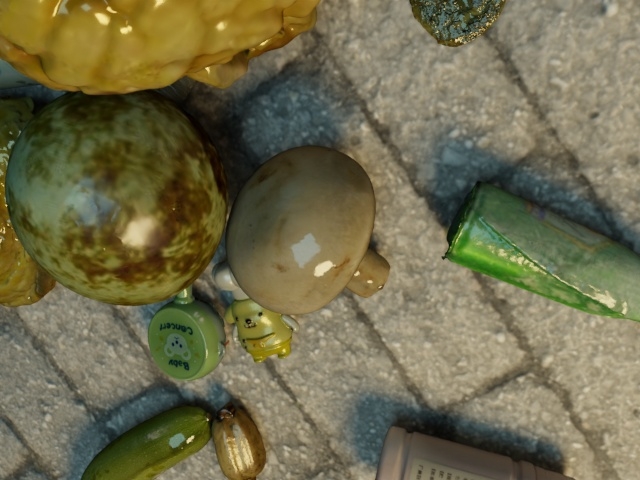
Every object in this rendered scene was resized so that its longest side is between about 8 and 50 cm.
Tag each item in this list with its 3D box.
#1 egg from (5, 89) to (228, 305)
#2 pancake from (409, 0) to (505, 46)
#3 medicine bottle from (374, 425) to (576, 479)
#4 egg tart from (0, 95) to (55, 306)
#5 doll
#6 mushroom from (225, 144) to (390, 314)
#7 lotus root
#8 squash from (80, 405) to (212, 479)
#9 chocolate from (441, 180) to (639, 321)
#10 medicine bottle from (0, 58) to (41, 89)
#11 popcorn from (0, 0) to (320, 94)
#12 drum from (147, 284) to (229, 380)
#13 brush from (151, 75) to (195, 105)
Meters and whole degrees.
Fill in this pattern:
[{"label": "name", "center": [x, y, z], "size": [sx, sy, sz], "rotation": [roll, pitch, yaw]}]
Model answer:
[{"label": "egg", "center": [-0.222, -0.042, 0.766], "size": [0.238, 0.238, 0.289], "rotation": [6, 150, 14]}, {"label": "pancake", "center": [0.152, -0.273, 0.740], "size": [0.108, 0.017, 0.108], "rotation": [4, 105, 14]}, {"label": "medicine bottle", "center": [0.197, 0.338, 0.869], "size": [0.249, 0.133, 0.133], "rotation": [11, 110, 11]}, {"label": "egg tart", "center": [-0.511, -0.038, 0.937], "size": [0.351, 0.153, 0.340], "rotation": [11, 114, 18]}, {"label": "doll", "center": [-0.092, 0.088, 0.905], "size": [0.106, 0.062, 0.163], "rotation": [-15, 103, 22]}, {"label": "mushroom", "center": [0.000, 0.000, 0.801], "size": [0.215, 0.207, 0.207], "rotation": [32, 118, -32]}, {"label": "lotus root", "center": [-0.121, 0.309, 0.986], "size": [0.072, 0.063, 0.152], "rotation": [-15, 101, -22]}, {"label": "squash", "center": [-0.300, 0.351, 1.038], "size": [0.341, 0.094, 0.094], "rotation": [-35, 96, 24]}, {"label": "chocolate", "center": [0.292, 0.029, 0.759], "size": [0.291, 0.110, 0.110], "rotation": [23, 112, 5]}, {"label": "medicine bottle", "center": [-0.445, -0.271, 0.826], "size": [0.292, 0.170, 0.170], "rotation": [0, 108, 21]}, {"label": "popcorn", "center": [-0.160, -0.326, 0.632], "size": [0.354, 0.390, 0.344], "rotation": [-32, 80, 48]}, {"label": "drum", "center": [-0.207, 0.075, 0.939], "size": [0.130, 0.049, 0.253], "rotation": [-12, 94, 31]}, {"label": "brush", "center": [-0.266, -0.289, 0.858], "size": [0.272, 0.013, 0.103], "rotation": [40, 113, 1]}]
